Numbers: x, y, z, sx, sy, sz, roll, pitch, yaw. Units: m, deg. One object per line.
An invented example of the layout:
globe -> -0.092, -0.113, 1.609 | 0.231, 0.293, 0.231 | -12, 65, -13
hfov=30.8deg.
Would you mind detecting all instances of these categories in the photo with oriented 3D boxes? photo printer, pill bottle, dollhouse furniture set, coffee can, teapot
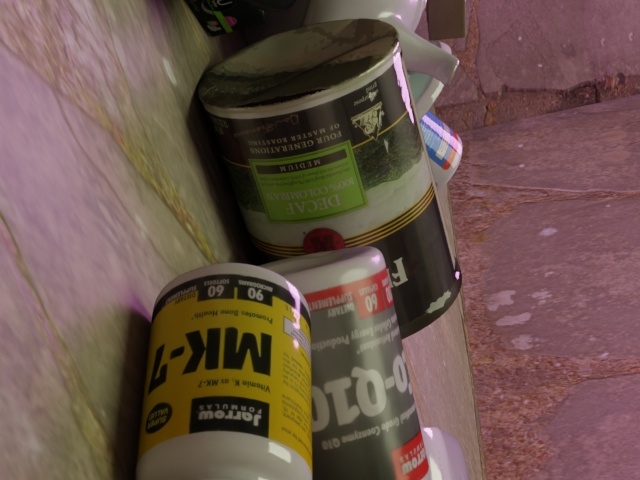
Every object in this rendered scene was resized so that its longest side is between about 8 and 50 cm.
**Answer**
photo printer -> 0.157, 0.395, 1.664 | 0.307, 0.107, 0.256 | 46, 34, -70
pill bottle -> -0.064, 0.128, 0.801 | 0.119, 0.119, 0.208 | 67, 15, -46
pill bottle -> 0.004, 0.158, 1.004 | 0.161, 0.161, 0.283 | -36, 114, -78
dollhouse furniture set -> 0.060, -0.334, 1.529 | 0.262, 0.259, 0.135 | -86, 170, -58
coffee can -> 0.014, -0.056, 1.165 | 0.201, 0.202, 0.275 | -81, 156, -60
teapot -> 0.032, -0.287, 1.308 | 0.252, 0.187, 0.256 | -7, -97, 63
pill bottle -> 0.084, -0.160, 1.635 | 0.221, 0.124, 0.124 | 36, 33, -27

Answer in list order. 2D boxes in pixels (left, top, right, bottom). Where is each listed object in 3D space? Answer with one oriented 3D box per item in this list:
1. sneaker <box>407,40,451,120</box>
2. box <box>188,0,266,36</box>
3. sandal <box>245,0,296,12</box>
sneaker -> 0.061, -0.198, 1.504 | 0.256, 0.151, 0.094 | -55, -169, -23
box -> -0.097, -0.252, 1.164 | 0.083, 0.062, 0.052 | 53, 26, -64
sandal -> -0.077, -0.383, 1.138 | 0.168, 0.107, 0.445 | 27, 35, -28
